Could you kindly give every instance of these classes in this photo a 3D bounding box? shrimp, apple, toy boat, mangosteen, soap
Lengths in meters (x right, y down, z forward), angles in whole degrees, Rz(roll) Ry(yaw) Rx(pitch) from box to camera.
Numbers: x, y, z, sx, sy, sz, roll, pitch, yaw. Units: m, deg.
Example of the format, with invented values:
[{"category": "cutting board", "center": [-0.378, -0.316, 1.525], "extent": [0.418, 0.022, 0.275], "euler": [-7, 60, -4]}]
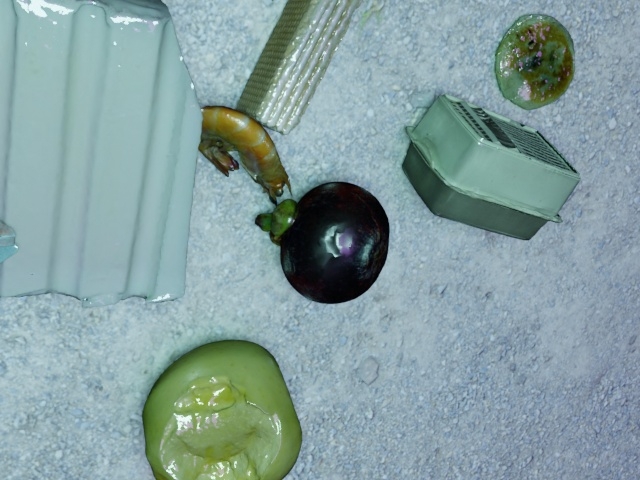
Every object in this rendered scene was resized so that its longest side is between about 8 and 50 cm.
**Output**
[{"category": "shrimp", "center": [-0.125, -0.135, 1.195], "extent": [0.248, 0.150, 0.068], "euler": [51, 55, -46]}, {"category": "apple", "center": [-0.163, 0.301, 1.237], "extent": [0.279, 0.279, 0.279], "euler": [-7, 108, -22]}, {"category": "toy boat", "center": [-0.438, 0.023, 0.914], "extent": [0.096, 0.034, 0.122], "euler": [22, 119, -29]}, {"category": "mangosteen", "center": [0.011, 0.003, 1.260], "extent": [0.216, 0.216, 0.216], "euler": [-7, 108, -22]}, {"category": "soap", "center": [-0.347, -0.142, 0.986], "extent": [0.351, 0.213, 0.434], "euler": [2, 119, -20]}]

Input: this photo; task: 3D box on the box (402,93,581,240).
[{"category": "box", "center": [0.301, -0.128, 1.330], "extent": [0.291, 0.220, 0.166], "euler": [14, 121, -27]}]

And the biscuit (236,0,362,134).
[{"category": "biscuit", "center": [0.003, -0.372, 1.167], "extent": [0.079, 0.144, 0.425], "euler": [25, 93, -27]}]

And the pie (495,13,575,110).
[{"category": "pie", "center": [0.416, -0.343, 1.416], "extent": [0.187, 0.041, 0.186], "euler": [-7, 109, -21]}]
